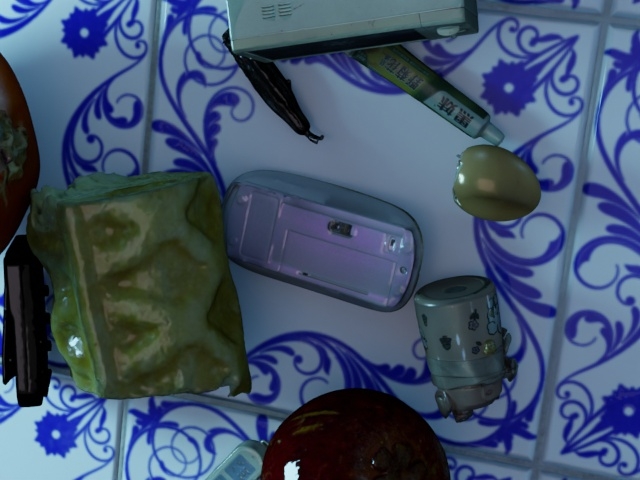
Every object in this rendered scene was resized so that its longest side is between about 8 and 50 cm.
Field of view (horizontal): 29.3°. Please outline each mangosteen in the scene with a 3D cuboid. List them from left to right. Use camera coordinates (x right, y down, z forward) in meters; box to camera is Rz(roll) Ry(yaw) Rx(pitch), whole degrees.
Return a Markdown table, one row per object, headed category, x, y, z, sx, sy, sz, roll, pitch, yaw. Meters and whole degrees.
| category | x | y | z | sx | sy | sz | roll | pitch | yaw |
| --- | --- | --- | --- | --- | --- | --- | --- | --- | --- |
| mangosteen | 0.020 | 0.277 | 1.360 | 0.257 | 0.215 | 0.215 | -29 | 92 | 53 |

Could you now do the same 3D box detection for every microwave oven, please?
| category | x | y | z | sx | sy | sz | roll | pitch | yaw |
| --- | --- | --- | --- | --- | --- | --- | --- | --- | --- |
| microwave oven | 0.030 | -0.291 | 1.264 | 0.240 | 0.145 | 0.194 | -6 | 91 | 14 |

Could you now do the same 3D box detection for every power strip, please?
| category | x | y | z | sx | sy | sz | roll | pitch | yaw |
| --- | --- | --- | --- | --- | --- | --- | --- | --- | --- |
| power strip | -0.127 | 0.308 | 1.479 | 0.047 | 0.030 | 0.191 | 44 | 107 | 5 |

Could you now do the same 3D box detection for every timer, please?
| category | x | y | z | sx | sy | sz | roll | pitch | yaw |
| --- | --- | --- | --- | --- | --- | --- | --- | --- | --- |
| timer | -0.348 | 0.093 | 1.439 | 0.055 | 0.144 | 0.188 | -3 | 100 | -9 |

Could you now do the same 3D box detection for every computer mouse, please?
| category | x | y | z | sx | sy | sz | roll | pitch | yaw |
| --- | --- | --- | --- | --- | --- | --- | --- | --- | --- |
| computer mouse | 0.000 | 0.000 | 1.374 | 0.245 | 0.056 | 0.126 | 16 | 105 | 20 |

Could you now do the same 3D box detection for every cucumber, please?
| category | x | y | z | sx | sy | sz | roll | pitch | yaw |
| --- | --- | --- | --- | --- | --- | --- | --- | --- | --- |
| cucumber | -0.052 | -0.173 | 1.372 | 0.039 | 0.043 | 0.163 | -38 | 92 | -24 |

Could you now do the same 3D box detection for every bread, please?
| category | x | y | z | sx | sy | sz | roll | pitch | yaw |
| --- | --- | --- | --- | --- | --- | --- | --- | --- | --- |
| bread | -0.202 | 0.050 | 1.367 | 0.238 | 0.196 | 0.252 | -3 | 100 | -2 |

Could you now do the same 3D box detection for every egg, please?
| category | x | y | z | sx | sy | sz | roll | pitch | yaw |
| --- | --- | --- | --- | --- | --- | --- | --- | --- | --- |
| egg | 0.187 | -0.059 | 1.303 | 0.096 | 0.080 | 0.080 | 19 | 104 | 14 |

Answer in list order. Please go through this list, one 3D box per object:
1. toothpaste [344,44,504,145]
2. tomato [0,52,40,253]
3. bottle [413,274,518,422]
| category | x | y | z | sx | sy | sz | roll | pitch | yaw |
| --- | --- | --- | --- | --- | --- | --- | --- | --- | --- |
| toothpaste | 0.115 | -0.167 | 1.330 | 0.204 | 0.031 | 0.049 | 38 | 103 | 9 |
| tomato | -0.473 | -0.095 | 1.360 | 0.321 | 0.321 | 0.322 | 3 | 100 | 15 |
| bottle | 0.160 | 0.121 | 1.341 | 0.098 | 0.099 | 0.152 | -9 | 104 | 16 |
